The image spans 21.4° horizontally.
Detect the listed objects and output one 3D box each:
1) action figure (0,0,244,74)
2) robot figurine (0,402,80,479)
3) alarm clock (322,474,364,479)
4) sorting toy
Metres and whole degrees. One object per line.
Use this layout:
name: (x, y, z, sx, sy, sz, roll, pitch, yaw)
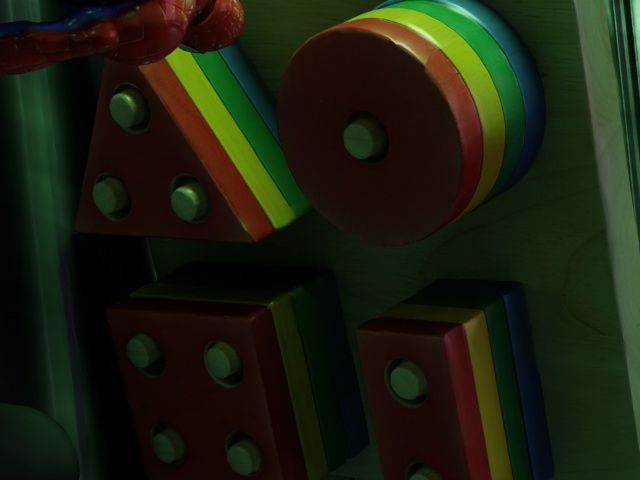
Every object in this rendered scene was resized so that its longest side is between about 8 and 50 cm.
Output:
action figure: (-0.148, -0.113, 0.577, 0.280, 0.139, 0.091, 23, 59, -45)
robot figurine: (-0.098, 0.165, 0.407, 0.173, 0.209, 0.278, 40, 7, 17)
alarm clock: (0.060, 0.171, 1.035, 0.064, 0.129, 0.192, -148, -126, -66)
sorting toy: (0.000, 0.000, 0.726, 0.089, 0.257, 0.255, -29, 114, -46)
